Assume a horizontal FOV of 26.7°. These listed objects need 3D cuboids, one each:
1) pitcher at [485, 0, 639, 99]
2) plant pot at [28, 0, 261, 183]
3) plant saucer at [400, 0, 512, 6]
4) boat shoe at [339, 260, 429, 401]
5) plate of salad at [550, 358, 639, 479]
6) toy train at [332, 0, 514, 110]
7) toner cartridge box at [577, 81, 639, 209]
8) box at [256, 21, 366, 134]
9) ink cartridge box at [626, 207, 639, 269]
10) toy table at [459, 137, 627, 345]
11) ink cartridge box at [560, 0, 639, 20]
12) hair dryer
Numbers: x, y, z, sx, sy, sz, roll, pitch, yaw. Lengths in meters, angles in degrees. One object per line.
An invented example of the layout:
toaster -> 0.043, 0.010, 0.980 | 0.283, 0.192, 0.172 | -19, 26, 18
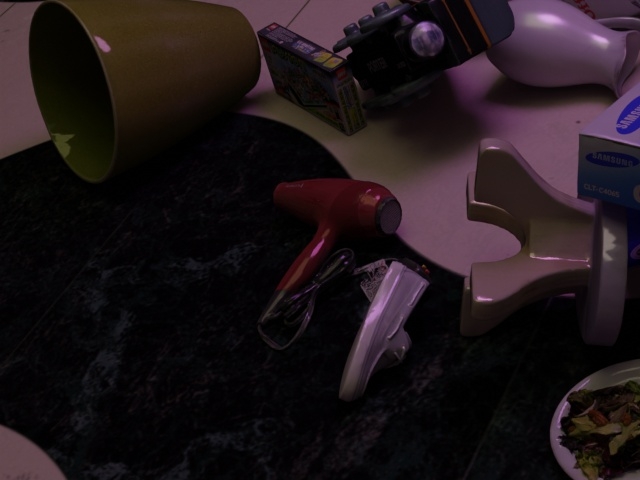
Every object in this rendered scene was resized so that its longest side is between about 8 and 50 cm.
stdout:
pitcher -> 0.356, -0.284, 1.910 | 0.207, 0.125, 0.178 | 17, 39, 25
plant pot -> -0.247, -0.255, 2.039 | 0.293, 0.274, 0.275 | -19, 32, -31
plant saucer -> 0.261, -0.408, 2.131 | 0.311, 0.050, 0.310 | -7, 29, 4
boat shoe -> 0.076, 0.111, 1.551 | 0.063, 0.066, 0.184 | 24, 55, 1
plate of salad -> 0.330, 0.182, 1.358 | 0.200, 0.048, 0.200 | -12, 37, 9
toy train -> 0.141, -0.280, 1.899 | 0.190, 0.142, 0.334 | -29, 6, -10
toner cartridge box -> 0.428, -0.134, 1.450 | 0.165, 0.075, 0.348 | 17, 36, 33
box -> -0.015, -0.244, 2.011 | 0.036, 0.114, 0.207 | -32, 38, -19
ink cartridge box -> 0.442, -0.103, 1.595 | 0.176, 0.069, 0.371 | -19, 25, 25
toy table -> 0.243, 0.004, 1.494 | 0.161, 0.252, 0.274 | 4, 23, 3
ink cartridge box -> 0.446, -0.444, 1.908 | 0.283, 0.207, 0.117 | -22, 21, 52
hair dryer -> 0.000, 0.000, 1.713 | 0.224, 0.080, 0.293 | -20, 35, -2
